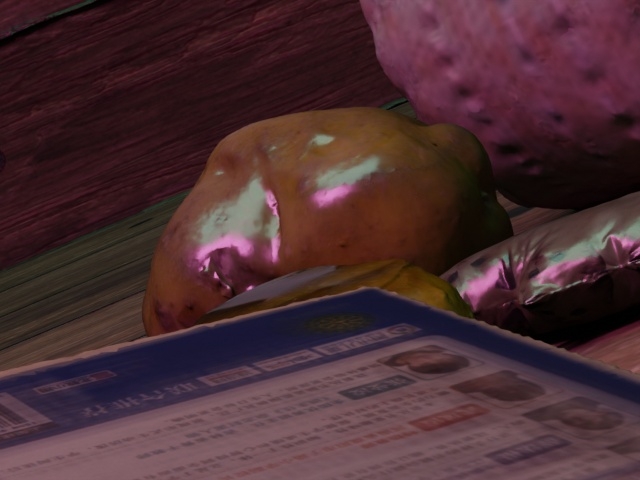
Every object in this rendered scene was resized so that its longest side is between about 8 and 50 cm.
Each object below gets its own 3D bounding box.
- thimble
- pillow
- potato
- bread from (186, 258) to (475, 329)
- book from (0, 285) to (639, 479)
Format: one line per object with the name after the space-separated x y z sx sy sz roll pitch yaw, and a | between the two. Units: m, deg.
0.176 -0.159 1.149 0.195 0.291 0.291 -18 8 39 | thimble
0.150 0.002 0.870 0.241 0.051 0.093 -19 8 10 | pillow
0.002 0.004 1.013 0.200 0.137 0.154 -20 38 21 | potato
-0.004 0.062 0.779 0.161 0.088 0.233 -27 6 -10 | bread
0.003 0.069 0.512 0.228 0.018 0.322 -12 15 -27 | book
